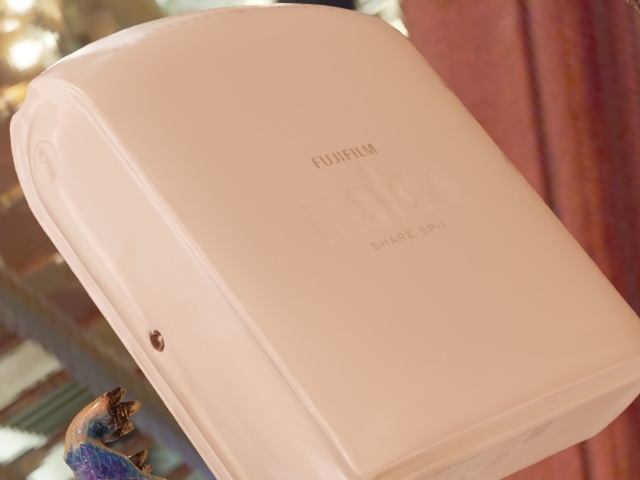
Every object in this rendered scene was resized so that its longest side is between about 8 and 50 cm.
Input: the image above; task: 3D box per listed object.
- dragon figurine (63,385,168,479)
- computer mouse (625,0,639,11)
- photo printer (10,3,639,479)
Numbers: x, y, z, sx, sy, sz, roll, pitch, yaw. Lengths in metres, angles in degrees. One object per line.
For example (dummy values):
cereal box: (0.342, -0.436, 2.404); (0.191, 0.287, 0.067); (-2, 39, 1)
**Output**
dragon figurine: (-0.115, 0.157, 0.829); (0.144, 0.289, 0.085); (-126, 24, -44)
computer mouse: (0.277, -0.272, 1.604); (0.106, 0.193, 0.042); (25, 154, 3)
photo printer: (0.000, 0.000, 1.006); (0.307, 0.256, 0.107); (53, 134, 22)
